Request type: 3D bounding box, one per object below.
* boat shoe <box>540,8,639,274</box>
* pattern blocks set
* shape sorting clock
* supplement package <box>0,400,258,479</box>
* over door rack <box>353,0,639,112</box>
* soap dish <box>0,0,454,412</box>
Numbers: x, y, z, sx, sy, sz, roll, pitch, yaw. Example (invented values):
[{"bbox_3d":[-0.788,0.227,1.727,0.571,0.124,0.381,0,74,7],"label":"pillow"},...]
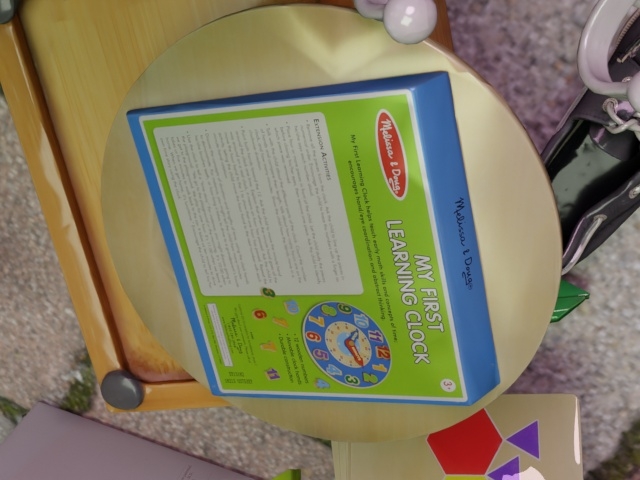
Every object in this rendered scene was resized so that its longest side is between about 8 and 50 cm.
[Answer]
[{"bbox_3d":[0.157,-0.052,0.490,0.075,0.065,0.206,36,123,-1],"label":"boat shoe"},{"bbox_3d":[0.081,0.179,0.561,0.285,0.026,0.325,5,80,21],"label":"pattern blocks set"},{"bbox_3d":[0.000,0.000,0.428,0.206,0.040,0.206,11,120,19],"label":"shape sorting clock"},{"bbox_3d":[-0.163,0.257,0.705,0.203,0.194,0.149,18,123,10],"label":"supplement package"},{"bbox_3d":[0.180,-0.176,0.308,0.239,0.108,0.324,11,122,-26],"label":"over door rack"},{"bbox_3d":[-0.041,-0.045,0.513,0.228,0.118,0.291,-6,109,20],"label":"soap dish"}]
